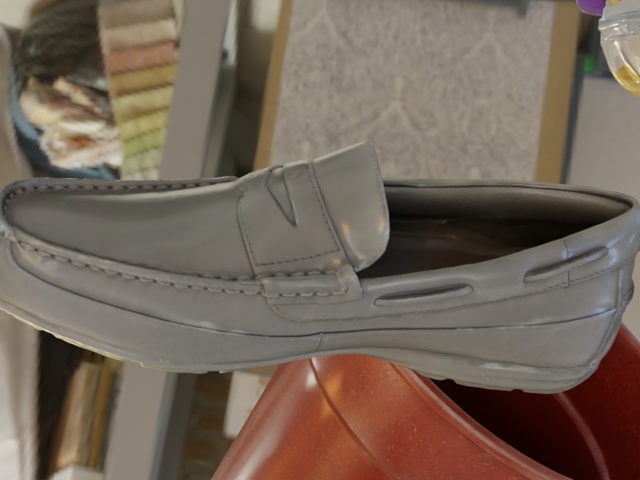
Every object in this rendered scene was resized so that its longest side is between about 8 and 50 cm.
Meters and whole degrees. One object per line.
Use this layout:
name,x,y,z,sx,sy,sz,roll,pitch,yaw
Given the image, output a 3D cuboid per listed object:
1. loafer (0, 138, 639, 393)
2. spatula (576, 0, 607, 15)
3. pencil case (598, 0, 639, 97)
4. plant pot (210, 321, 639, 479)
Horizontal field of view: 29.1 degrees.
loafer,0.000,0.000,0.587,0.319,0.112,0.111,5,124,-16
spatula,0.365,-0.217,1.019,0.296,0.030,0.084,5,117,7
pencil case,0.283,-0.140,0.795,0.124,0.113,0.273,-13,-171,-8
plant pot,0.060,0.154,0.828,0.272,0.272,0.265,21,120,-26
